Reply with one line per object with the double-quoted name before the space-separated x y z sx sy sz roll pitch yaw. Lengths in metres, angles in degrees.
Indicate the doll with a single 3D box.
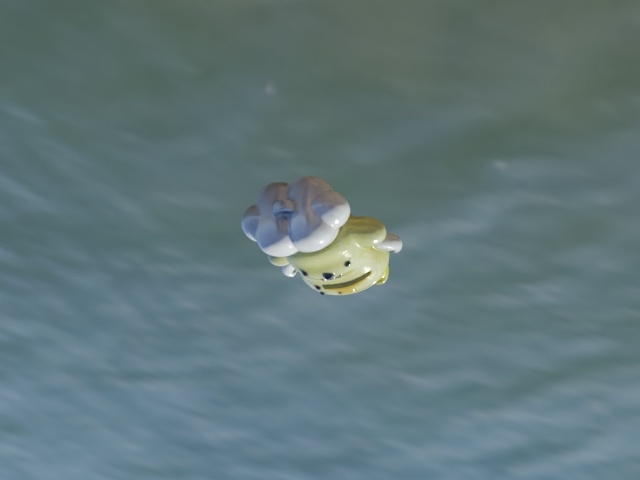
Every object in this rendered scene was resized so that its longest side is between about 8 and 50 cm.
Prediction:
"doll" 0.000 0.000 1.457 0.106 0.062 0.162 -15 153 19
